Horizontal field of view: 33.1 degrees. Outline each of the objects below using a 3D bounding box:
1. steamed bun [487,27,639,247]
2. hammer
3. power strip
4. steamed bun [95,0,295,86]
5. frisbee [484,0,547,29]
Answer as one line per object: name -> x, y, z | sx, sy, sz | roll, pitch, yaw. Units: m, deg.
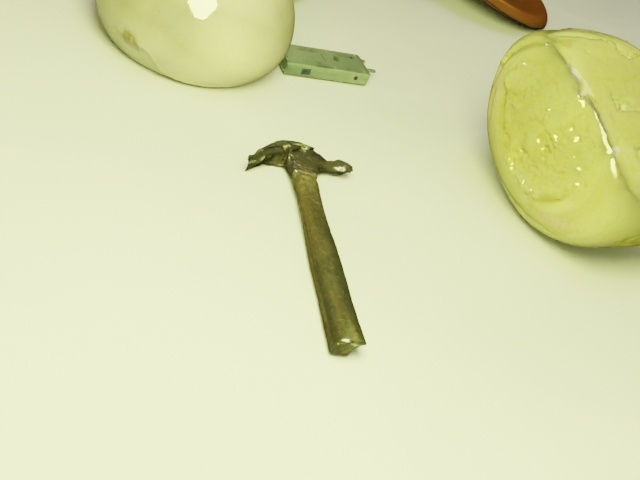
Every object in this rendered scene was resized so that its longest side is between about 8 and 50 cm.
steamed bun -> 0.313, -0.101, 1.229 | 0.232, 0.166, 0.273 | -5, 65, -43
hammer -> 0.000, -0.001, 1.028 | 0.125, 0.027, 0.297 | 10, 38, -21
power strip -> 0.008, -0.215, 1.320 | 0.136, 0.019, 0.051 | 3, 38, -28
steamed bun -> -0.133, -0.285, 1.216 | 0.232, 0.145, 0.232 | 16, 35, -12
frisbee -> 0.264, -0.422, 1.699 | 0.251, 0.021, 0.251 | 29, 32, -21
